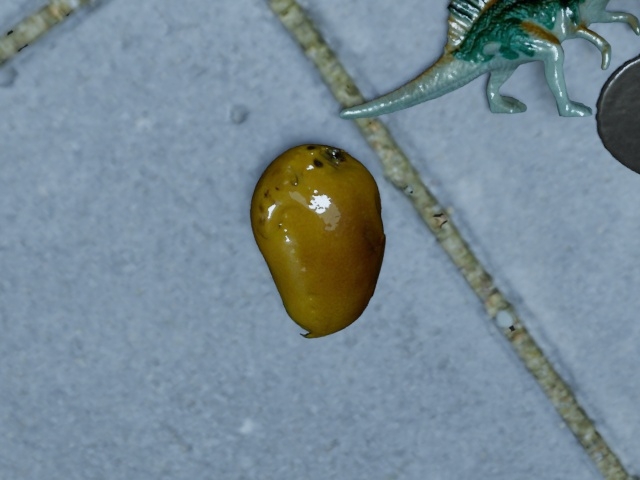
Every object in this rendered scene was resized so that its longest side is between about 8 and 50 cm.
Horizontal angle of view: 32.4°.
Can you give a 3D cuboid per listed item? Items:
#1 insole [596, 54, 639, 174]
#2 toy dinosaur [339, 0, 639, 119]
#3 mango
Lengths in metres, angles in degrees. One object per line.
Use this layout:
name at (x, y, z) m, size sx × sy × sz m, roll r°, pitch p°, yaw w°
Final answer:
insole at (0.318, -0.038, 0.674) m, size 0.328 × 0.007 × 0.111 m, roll 17°, pitch 112°, yaw -10°
toy dinosaur at (0.104, -0.122, 0.612) m, size 0.187 × 0.044 × 0.106 m, roll 1°, pitch 102°, yaw 11°
mango at (0.000, 0.000, 0.648) m, size 0.077 × 0.063 × 0.127 m, roll -10°, pitch 120°, yaw -3°
